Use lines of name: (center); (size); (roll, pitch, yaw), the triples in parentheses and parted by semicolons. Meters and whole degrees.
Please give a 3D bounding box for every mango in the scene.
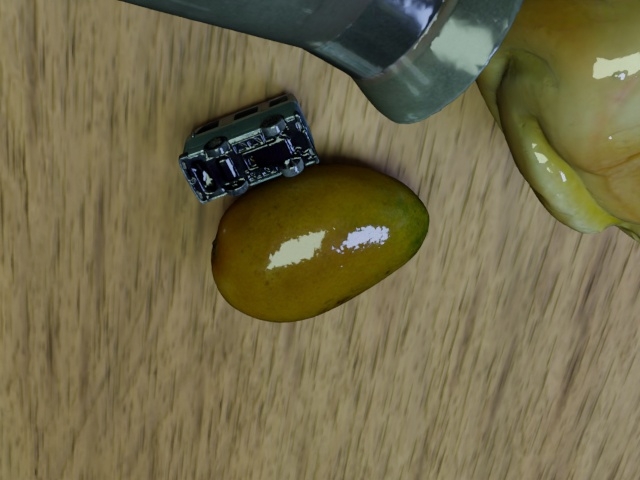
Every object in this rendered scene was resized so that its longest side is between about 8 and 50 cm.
mango: (-0.004, -0.003, 1.069); (0.221, 0.120, 0.151); (-26, 126, 4)

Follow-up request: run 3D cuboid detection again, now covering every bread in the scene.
bread: (0.280, -0.142, 0.942); (0.270, 0.211, 0.316); (-20, 138, 21)

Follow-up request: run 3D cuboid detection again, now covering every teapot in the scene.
teapot: (-0.014, -0.259, 0.810); (0.344, 0.253, 0.300); (24, 152, -28)

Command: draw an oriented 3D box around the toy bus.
toy bus: (-0.069, -0.091, 1.026); (0.123, 0.075, 0.060); (-19, 123, 9)
